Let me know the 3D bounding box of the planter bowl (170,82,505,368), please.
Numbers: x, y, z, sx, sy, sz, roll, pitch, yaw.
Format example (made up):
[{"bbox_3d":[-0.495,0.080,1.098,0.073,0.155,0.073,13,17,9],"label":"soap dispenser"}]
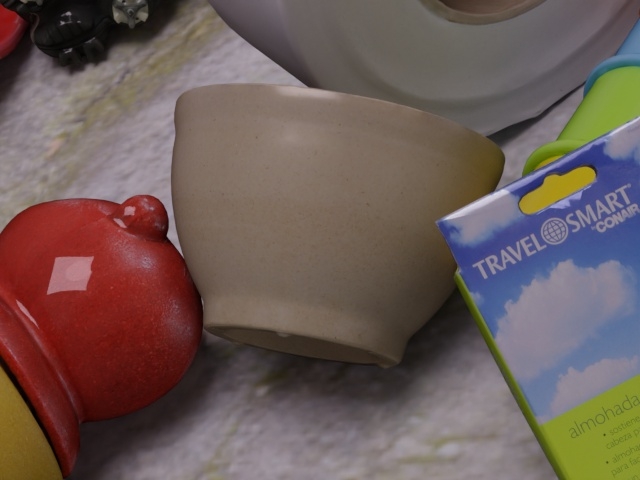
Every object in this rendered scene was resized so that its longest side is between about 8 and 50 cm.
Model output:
[{"bbox_3d":[0.000,0.000,0.886,0.162,0.162,0.109,6,80,29],"label":"planter bowl"}]

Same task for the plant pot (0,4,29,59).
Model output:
[{"bbox_3d":[-0.354,-0.192,1.151,0.243,0.275,0.275,-20,44,21],"label":"plant pot"}]

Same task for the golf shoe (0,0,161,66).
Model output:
[{"bbox_3d":[-0.074,-0.212,1.140,0.273,0.105,0.120,-19,37,7],"label":"golf shoe"}]

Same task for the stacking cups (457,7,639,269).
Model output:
[{"bbox_3d":[0.182,-0.074,0.914,0.096,0.096,0.316,13,51,34],"label":"stacking cups"}]

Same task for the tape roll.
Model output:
[{"bbox_3d":[0.069,-0.194,0.926,0.286,0.286,0.100,-39,46,-12],"label":"tape roll"}]

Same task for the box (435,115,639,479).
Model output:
[{"bbox_3d":[0.133,0.049,0.768,0.109,0.042,0.178,-28,86,-1],"label":"box"}]

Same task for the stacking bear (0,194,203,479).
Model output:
[{"bbox_3d":[-0.186,0.083,0.886,0.289,0.175,0.164,-35,42,-19],"label":"stacking bear"}]
